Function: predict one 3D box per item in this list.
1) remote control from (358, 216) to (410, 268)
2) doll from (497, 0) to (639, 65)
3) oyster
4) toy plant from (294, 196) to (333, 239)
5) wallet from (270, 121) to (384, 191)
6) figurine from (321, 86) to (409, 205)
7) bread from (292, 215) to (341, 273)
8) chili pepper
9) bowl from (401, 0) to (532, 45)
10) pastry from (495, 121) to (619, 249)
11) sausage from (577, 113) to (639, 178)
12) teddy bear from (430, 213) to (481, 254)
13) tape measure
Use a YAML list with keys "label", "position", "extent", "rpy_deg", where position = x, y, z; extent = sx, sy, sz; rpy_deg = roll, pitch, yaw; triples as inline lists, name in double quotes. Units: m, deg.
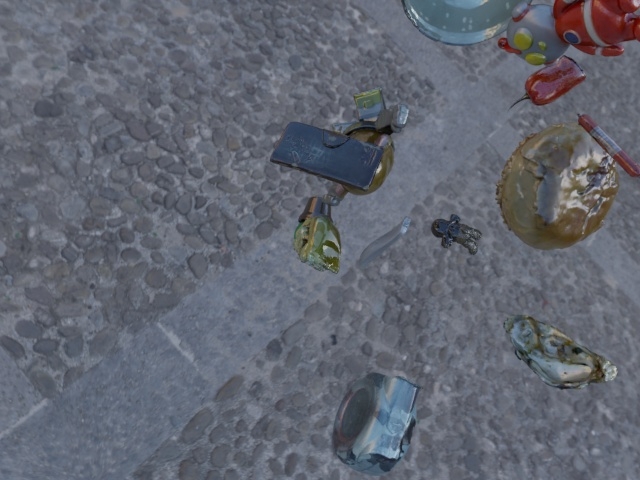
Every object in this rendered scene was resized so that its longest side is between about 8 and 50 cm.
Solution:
- label: "remote control"
  position: [0.132, 0.005, 1.020]
  extent: [0.027, 0.184, 0.050]
  rpy_deg: [33, 53, -7]
- label: "doll"
  position: [0.512, -0.447, 1.003]
  extent: [0.200, 0.336, 0.105]
  rpy_deg: [35, 83, -31]
- label: "oyster"
  position: [0.667, 0.314, 1.350]
  extent: [0.294, 0.166, 0.094]
  rpy_deg: [47, 18, 25]
- label: "toy plant"
  position: [-0.016, -0.039, 1.525]
  extent: [0.105, 0.143, 0.200]
  rpy_deg: [13, 86, -55]
- label: "wallet"
  position: [0.014, -0.189, 1.028]
  extent: [0.232, 0.031, 0.122]
  rpy_deg: [18, 67, 13]
- label: "figurine"
  position: [0.109, -0.231, 1.215]
  extent: [0.167, 0.342, 0.285]
  rpy_deg: [8, 50, -4]
- label: "bread"
  position: [0.003, 0.001, 1.150]
  extent: [0.103, 0.110, 0.156]
  rpy_deg: [18, 16, -33]
- label: "chili pepper"
  position: [0.568, -0.389, 1.214]
  extent: [0.084, 0.192, 0.086]
  rpy_deg: [7, 55, -61]
- label: "bowl"
  position: [0.354, -0.649, 1.134]
  extent: [0.313, 0.313, 0.146]
  rpy_deg: [21, 60, -15]
- label: "pastry"
  position: [0.743, -0.169, 1.504]
  extent: [0.410, 0.245, 0.409]
  rpy_deg: [-7, 109, -22]
- label: "sausage"
  position: [0.777, -0.260, 1.274]
  extent: [0.034, 0.034, 0.253]
  rpy_deg: [-7, 56, -29]
- label: "teddy bear"
  position: [0.421, -0.023, 1.448]
  extent: [0.160, 0.078, 0.119]
  rpy_deg: [20, 69, 1]
- label: "tape measure"
  position: [0.150, 0.493, 1.272]
  extent: [0.147, 0.275, 0.256]
  rpy_deg: [30, 65, -12]
